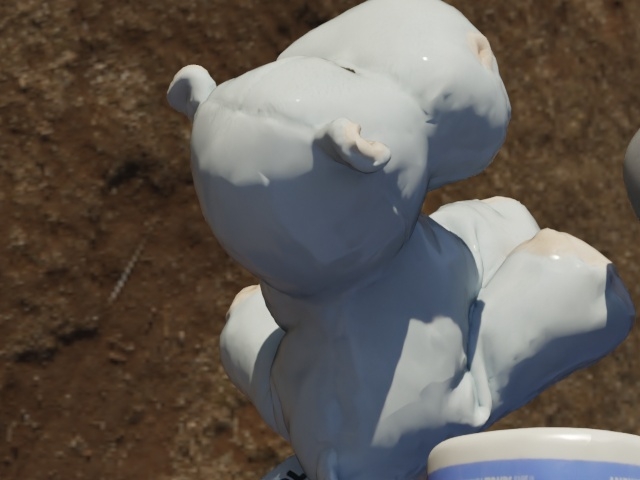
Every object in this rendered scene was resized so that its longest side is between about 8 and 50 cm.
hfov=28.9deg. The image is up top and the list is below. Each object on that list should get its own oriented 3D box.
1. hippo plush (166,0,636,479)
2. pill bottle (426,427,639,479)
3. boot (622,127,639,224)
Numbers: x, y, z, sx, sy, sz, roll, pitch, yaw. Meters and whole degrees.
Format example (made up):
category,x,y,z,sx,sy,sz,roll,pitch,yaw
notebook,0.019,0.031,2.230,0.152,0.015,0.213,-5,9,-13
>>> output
category,x,y,z,sx,sy,sz,roll,pitch,yaw
hippo plush,0.000,0.000,0.660,0.294,0.234,0.236,-40,122,-28
pill bottle,0.066,0.126,0.340,0.078,0.078,0.137,27,59,-48
boot,0.194,0.016,0.486,0.223,0.118,0.338,28,22,-43
